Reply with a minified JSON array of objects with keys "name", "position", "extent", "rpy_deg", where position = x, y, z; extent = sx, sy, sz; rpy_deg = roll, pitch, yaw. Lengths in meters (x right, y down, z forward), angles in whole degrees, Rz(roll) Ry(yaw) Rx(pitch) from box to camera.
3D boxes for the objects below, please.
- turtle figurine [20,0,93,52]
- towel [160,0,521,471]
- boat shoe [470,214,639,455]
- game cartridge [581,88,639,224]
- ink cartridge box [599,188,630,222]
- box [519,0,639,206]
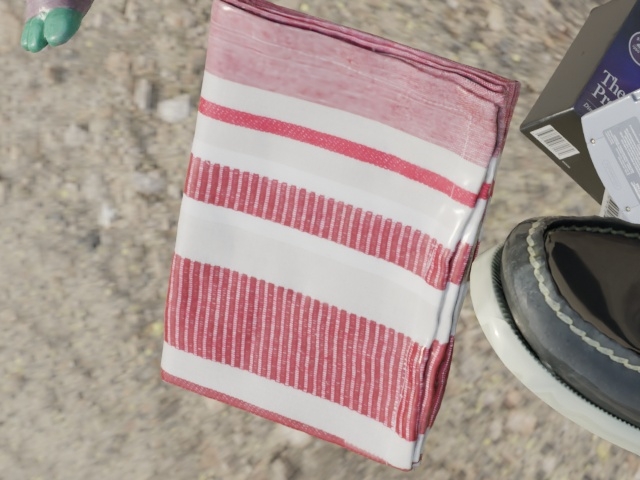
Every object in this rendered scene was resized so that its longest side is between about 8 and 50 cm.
[{"name":"turtle figurine","position":[-0.165,-0.201,0.704],"extent":[0.175,0.118,0.234],"rpy_deg":[-10,131,48]},{"name":"towel","position":[0.000,0.000,1.167],"extent":[0.237,0.037,0.329],"rpy_deg":[19,115,17]},{"name":"boat shoe","position":[0.153,0.026,0.456],"extent":[0.233,0.084,0.079],"rpy_deg":[14,133,-21]},{"name":"game cartridge","position":[0.200,-0.050,0.974],"extent":[0.056,0.017,0.083],"rpy_deg":[-25,95,39]},{"name":"ink cartridge box","position":[0.354,0.007,1.371],"extent":[0.232,0.066,0.189],"rpy_deg":[4,111,-12]},{"name":"box","position":[0.368,-0.112,1.659],"extent":[0.261,0.103,0.184],"rpy_deg":[40,63,-16]}]
